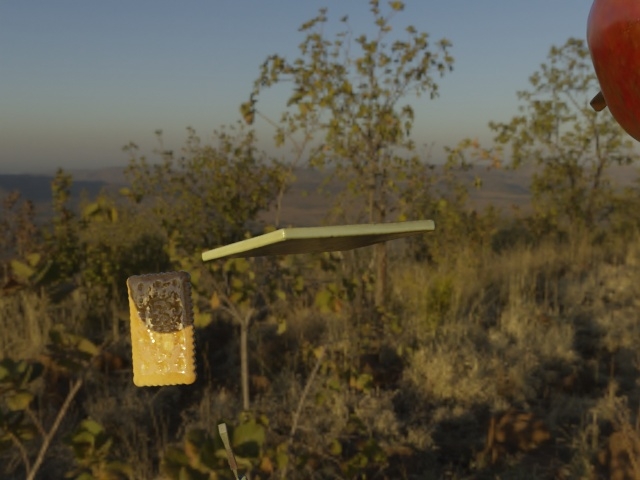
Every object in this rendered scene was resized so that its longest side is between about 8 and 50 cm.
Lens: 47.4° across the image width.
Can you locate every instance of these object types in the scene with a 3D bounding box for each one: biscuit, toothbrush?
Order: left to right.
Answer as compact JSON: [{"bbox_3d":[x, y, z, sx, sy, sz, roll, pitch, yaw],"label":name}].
[{"bbox_3d":[-0.353,0.196,1.612,0.160,0.250,0.030,-5,-5,17],"label":"biscuit"},{"bbox_3d":[-0.125,0.313,1.045,0.017,0.194,0.014,-15,50,-6],"label":"toothbrush"}]

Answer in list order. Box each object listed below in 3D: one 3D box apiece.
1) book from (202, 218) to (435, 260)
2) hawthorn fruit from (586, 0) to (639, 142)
[{"bbox_3d":[0.000,0.000,1.098,0.295,0.020,0.207,-4,-7,-40],"label":"book"},{"bbox_3d":[0.429,-0.224,0.740,0.308,0.308,0.325,1,16,4],"label":"hawthorn fruit"}]
